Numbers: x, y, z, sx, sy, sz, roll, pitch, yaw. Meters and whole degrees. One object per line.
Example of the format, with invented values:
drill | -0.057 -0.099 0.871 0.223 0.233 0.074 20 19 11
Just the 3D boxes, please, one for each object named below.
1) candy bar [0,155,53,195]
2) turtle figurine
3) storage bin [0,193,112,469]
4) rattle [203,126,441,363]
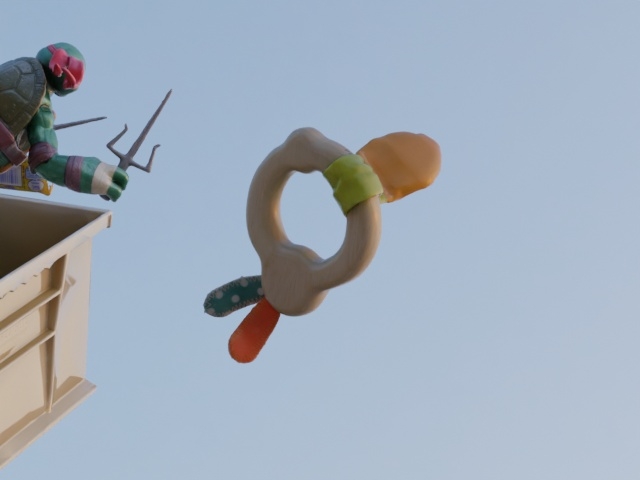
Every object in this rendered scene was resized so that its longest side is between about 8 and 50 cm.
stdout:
candy bar | -0.307 -0.065 1.758 0.161 0.018 0.040 7 -70 20
turtle figurine | -0.233 -0.071 1.477 0.234 0.175 0.118 -42 -57 -7
storage bin | -0.297 0.052 1.177 0.262 0.123 0.260 9 17 15
rattle | 0.000 0.000 1.646 0.130 0.143 0.200 25 -64 11
